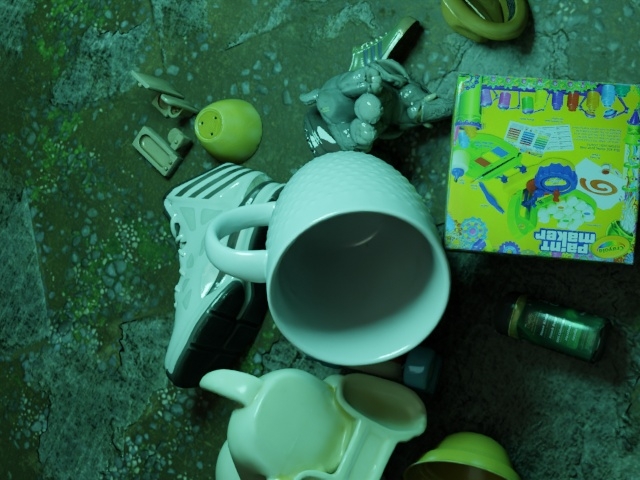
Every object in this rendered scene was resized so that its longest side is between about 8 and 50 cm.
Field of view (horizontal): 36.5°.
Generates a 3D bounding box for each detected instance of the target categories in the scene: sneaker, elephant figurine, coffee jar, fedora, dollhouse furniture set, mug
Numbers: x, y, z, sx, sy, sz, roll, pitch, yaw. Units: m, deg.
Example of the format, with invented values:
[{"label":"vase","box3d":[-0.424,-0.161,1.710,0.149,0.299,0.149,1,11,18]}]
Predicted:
[{"label":"sneaker","box3d":[-0.229,0.054,1.929,0.257,0.169,0.447,28,92,34]},{"label":"elephant figurine","box3d":[0.127,-0.244,1.747,0.169,0.239,0.186,-41,72,50]},{"label":"sneaker","box3d":[0.098,-0.350,1.817,0.086,0.064,0.192,39,107,18]},{"label":"coffee jar","box3d":[0.386,0.142,1.628,0.184,0.096,0.079,17,96,26]},{"label":"fedora","box3d":[0.271,-0.414,1.707,0.194,0.194,0.079,60,148,17]},{"label":"dollhouse furniture set","box3d":[-0.346,-0.238,2.002,0.144,0.123,0.151,43,106,22]},{"label":"sneaker","box3d":[0.076,-0.143,1.807,0.130,0.109,0.286,-36,81,14]},{"label":"mug","box3d":[0.000,0.000,1.571,0.374,0.328,0.276,-1,118,-4]}]

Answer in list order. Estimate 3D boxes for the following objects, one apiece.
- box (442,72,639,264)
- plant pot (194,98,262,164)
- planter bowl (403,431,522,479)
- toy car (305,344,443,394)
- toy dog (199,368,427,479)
[{"label":"box","box3d":[0.352,-0.109,1.565,0.290,0.177,0.279,5,89,6]},{"label":"plant pot","box3d":[-0.197,-0.225,1.942,0.134,0.095,0.134,-2,86,26]},{"label":"planter bowl","box3d":[0.256,0.388,1.657,0.217,0.217,0.090,0,51,27]},{"label":"toy car","box3d":[0.118,0.127,1.718,0.219,0.210,0.238,13,80,16]},{"label":"toy dog","box3d":[-0.064,0.398,1.701,0.395,0.408,0.284,22,60,-8]}]
